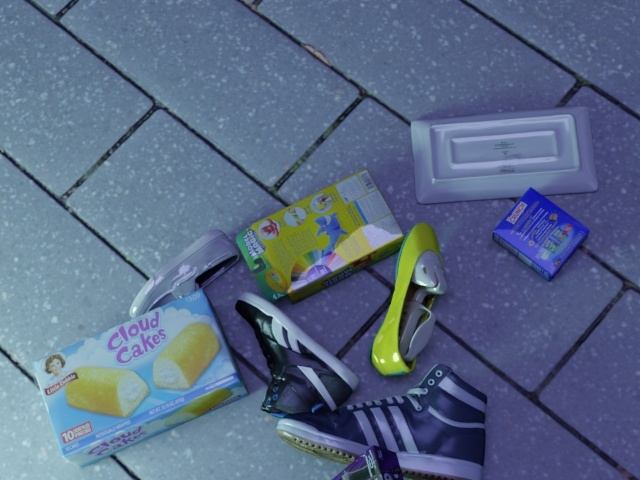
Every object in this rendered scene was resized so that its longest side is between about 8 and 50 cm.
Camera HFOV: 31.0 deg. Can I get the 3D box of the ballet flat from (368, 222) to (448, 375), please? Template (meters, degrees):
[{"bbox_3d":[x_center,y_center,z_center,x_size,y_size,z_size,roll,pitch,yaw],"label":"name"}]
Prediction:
[{"bbox_3d":[0.138,0.084,1.626,0.077,0.077,0.231,3,68,50],"label":"ballet flat"}]

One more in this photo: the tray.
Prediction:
[{"bbox_3d":[0.273,-0.134,1.727,0.270,0.030,0.145,-4,69,5],"label":"tray"}]

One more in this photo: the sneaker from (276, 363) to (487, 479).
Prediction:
[{"bbox_3d":[0.090,0.233,1.556,0.282,0.099,0.153,13,74,-1],"label":"sneaker"}]

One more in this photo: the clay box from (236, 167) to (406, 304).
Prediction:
[{"bbox_3d":[0.000,0.000,1.694,0.222,0.053,0.127,-26,68,-2],"label":"clay box"}]

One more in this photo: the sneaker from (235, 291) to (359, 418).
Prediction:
[{"bbox_3d":[-0.063,0.174,1.617,0.217,0.079,0.121,37,76,17],"label":"sneaker"}]

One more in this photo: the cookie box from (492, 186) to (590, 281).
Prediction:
[{"bbox_3d":[0.317,-0.009,1.663,0.107,0.040,0.092,39,78,15],"label":"cookie box"}]

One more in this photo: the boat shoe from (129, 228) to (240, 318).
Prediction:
[{"bbox_3d":[-0.196,0.063,1.693,0.184,0.066,0.063,-40,68,-19],"label":"boat shoe"}]

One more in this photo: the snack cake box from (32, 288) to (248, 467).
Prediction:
[{"bbox_3d":[-0.253,0.195,1.628,0.264,0.089,0.152,-24,68,-3],"label":"snack cake box"}]

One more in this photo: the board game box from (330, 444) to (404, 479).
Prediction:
[{"bbox_3d":[0.049,0.445,1.389,0.208,0.056,0.347,-49,36,29],"label":"board game box"}]
